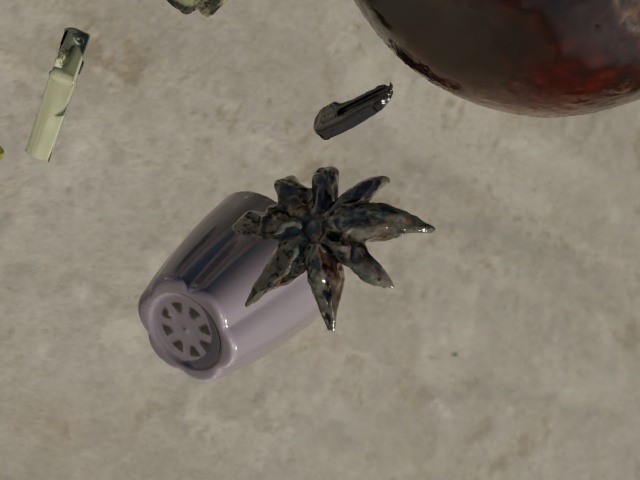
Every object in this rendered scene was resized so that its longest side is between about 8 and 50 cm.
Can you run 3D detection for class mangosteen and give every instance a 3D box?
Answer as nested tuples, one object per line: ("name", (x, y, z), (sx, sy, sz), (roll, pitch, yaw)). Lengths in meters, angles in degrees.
("mangosteen", (0.130, -0.217, 0.573), (0.293, 0.297, 0.297), (-33, 111, -40))

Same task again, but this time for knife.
("knife", (0.028, -0.108, 0.803), (0.018, 0.121, 0.031), (36, 66, -22))

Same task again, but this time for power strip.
("power strip", (-0.312, -0.171, 1.143), (0.035, 0.192, 0.081), (20, 56, -15))

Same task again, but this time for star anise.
("star anise", (0.000, 0.000, 0.965), (0.180, 0.205, 0.061), (-66, 155, -7))

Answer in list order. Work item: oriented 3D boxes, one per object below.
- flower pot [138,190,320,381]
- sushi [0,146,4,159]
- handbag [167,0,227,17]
("flower pot", (-0.143, 0.091, 1.532), (0.243, 0.265, 0.265), (-45, 119, -50))
("sushi", (-0.369, -0.049, 0.731), (0.139, 0.291, 0.131), (-59, 141, -37))
("handbag", (-0.102, -0.466, 1.061), (0.163, 0.327, 0.325), (17, 38, -48))
